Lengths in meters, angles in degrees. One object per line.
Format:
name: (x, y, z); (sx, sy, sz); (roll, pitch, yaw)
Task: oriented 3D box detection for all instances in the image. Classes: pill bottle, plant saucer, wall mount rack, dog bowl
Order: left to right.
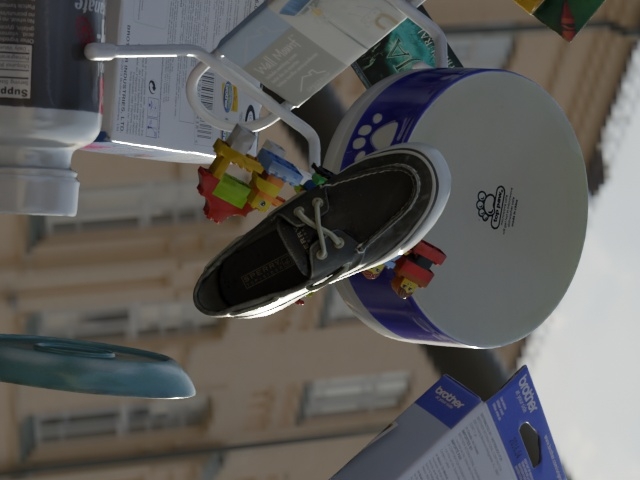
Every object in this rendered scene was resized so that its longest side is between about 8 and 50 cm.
pill bottle: (-0.307, -0.185, 1.878); (0.176, 0.176, 0.319); (-174, -94, -75)
plant saucer: (-0.312, 0.154, 2.332); (0.317, 0.317, 0.044); (-170, -94, -75)
wall mount rack: (-0.049, -0.206, 1.872); (0.350, 0.304, 0.130); (-37, -147, 34)
dog bowl: (0.129, -0.031, 1.746); (0.104, 0.265, 0.265); (4, -81, 50)

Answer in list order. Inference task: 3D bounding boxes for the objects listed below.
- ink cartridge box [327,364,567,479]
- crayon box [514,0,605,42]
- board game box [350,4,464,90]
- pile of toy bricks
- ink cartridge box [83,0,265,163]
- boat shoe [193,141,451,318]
ink cartridge box: (0.076, 0.250, 1.624); (0.065, 0.311, 0.186); (36, -20, 44)
crayon box: (0.217, -0.394, 2.035); (0.318, 0.202, 0.081); (39, -23, 1)
board game box: (0.126, -0.209, 2.421); (0.186, 0.126, 0.026); (56, -17, 5)
pile of toy bricks: (-0.006, 0.003, 1.551); (0.105, 0.212, 0.118); (-57, -152, 11)
ink cartridge box: (-0.193, -0.234, 2.273); (0.151, 0.395, 0.270); (4, -90, 30)
boat shoe: (0.000, 0.000, 1.391); (0.078, 0.219, 0.070); (60, 23, 8)
